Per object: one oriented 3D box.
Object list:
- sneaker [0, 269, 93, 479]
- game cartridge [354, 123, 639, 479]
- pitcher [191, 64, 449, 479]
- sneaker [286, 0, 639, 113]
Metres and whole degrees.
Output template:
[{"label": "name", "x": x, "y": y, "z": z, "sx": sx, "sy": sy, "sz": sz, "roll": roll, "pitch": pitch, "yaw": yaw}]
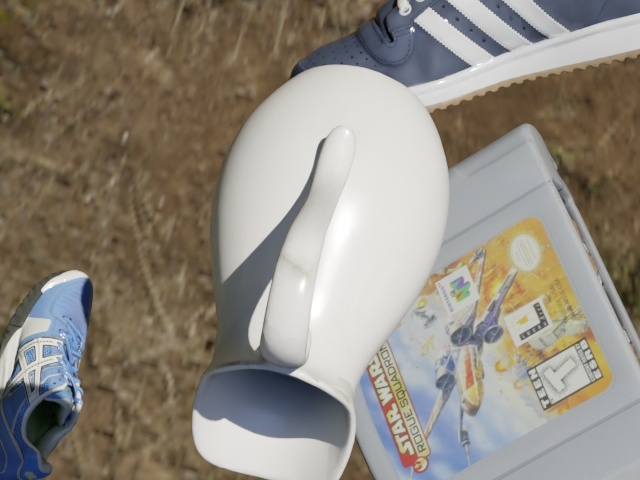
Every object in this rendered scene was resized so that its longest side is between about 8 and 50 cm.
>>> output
[{"label": "sneaker", "x": -0.230, "y": 0.119, "z": 1.652, "sx": 0.081, "sy": 0.211, "sz": 0.080, "roll": 1, "pitch": 147, "yaw": 30}, {"label": "game cartridge", "x": 0.111, "y": 0.084, "z": 1.292, "sx": 0.198, "sy": 0.297, "sz": 0.062, "roll": -29, "pitch": 145, "yaw": 12}, {"label": "pitcher", "x": 0.000, "y": 0.000, "z": 1.006, "sx": 0.125, "sy": 0.207, "sz": 0.178, "roll": 15, "pitch": 149, "yaw": 1}, {"label": "sneaker", "x": 0.102, "y": -0.178, "z": 1.266, "sx": 0.282, "sy": 0.099, "sz": 0.153, "roll": -14, "pitch": 114, "yaw": 5}]
